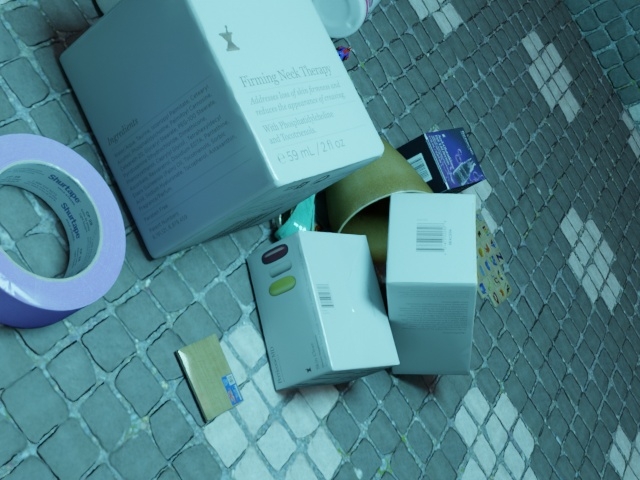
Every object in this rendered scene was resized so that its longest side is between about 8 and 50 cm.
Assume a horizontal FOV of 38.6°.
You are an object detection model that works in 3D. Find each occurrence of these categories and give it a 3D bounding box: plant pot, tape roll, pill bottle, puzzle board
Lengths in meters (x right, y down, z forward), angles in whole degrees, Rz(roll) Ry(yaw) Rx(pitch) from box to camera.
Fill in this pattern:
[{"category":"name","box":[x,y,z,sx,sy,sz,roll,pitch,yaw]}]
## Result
[{"category":"plant pot","box":[0.104,-0.113,1.938,0.237,0.237,0.254,20,37,-42]},{"category":"tape roll","box":[-0.425,-0.015,1.342,0.274,0.090,0.275,26,51,-37]},{"category":"pill bottle","box":[0.075,-0.619,2.221,0.160,0.160,0.283,51,39,-17]},{"category":"puzzle board","box":[-0.187,0.230,1.544,0.096,0.011,0.128,-20,86,-54]}]

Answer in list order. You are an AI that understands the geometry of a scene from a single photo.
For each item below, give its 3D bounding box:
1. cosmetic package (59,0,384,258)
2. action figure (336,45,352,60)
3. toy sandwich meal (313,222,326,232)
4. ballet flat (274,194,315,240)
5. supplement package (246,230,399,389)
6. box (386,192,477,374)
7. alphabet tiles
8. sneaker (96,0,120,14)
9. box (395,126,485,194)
[{"category":"cosmetic package","box":[-0.168,-0.233,1.576,0.329,0.327,0.394,-23,86,-52]},{"category":"action figure","box":[0.048,-0.447,2.199,0.038,0.030,0.115,52,37,-6]},{"category":"toy sandwich meal","box":[0.000,0.000,1.880,0.085,0.029,0.086,27,50,-38]},{"category":"ballet flat","box":[-0.048,-0.091,1.840,0.087,0.083,0.247,26,47,-20]},{"category":"supplement package","box":[0.004,0.131,1.714,0.204,0.145,0.262,4,66,-49]},{"category":"box","box":[0.222,0.095,1.829,0.345,0.168,0.215,82,11,-53]},{"category":"alphabet tiles","box":[0.424,0.049,2.369,0.198,0.009,0.237,-28,92,-53]},{"category":"sneaker","box":[-0.393,-0.509,1.691,0.094,0.080,0.212,-21,93,-64]},{"category":"box","box":[0.298,-0.187,2.275,0.207,0.108,0.153,-18,83,-52]}]
